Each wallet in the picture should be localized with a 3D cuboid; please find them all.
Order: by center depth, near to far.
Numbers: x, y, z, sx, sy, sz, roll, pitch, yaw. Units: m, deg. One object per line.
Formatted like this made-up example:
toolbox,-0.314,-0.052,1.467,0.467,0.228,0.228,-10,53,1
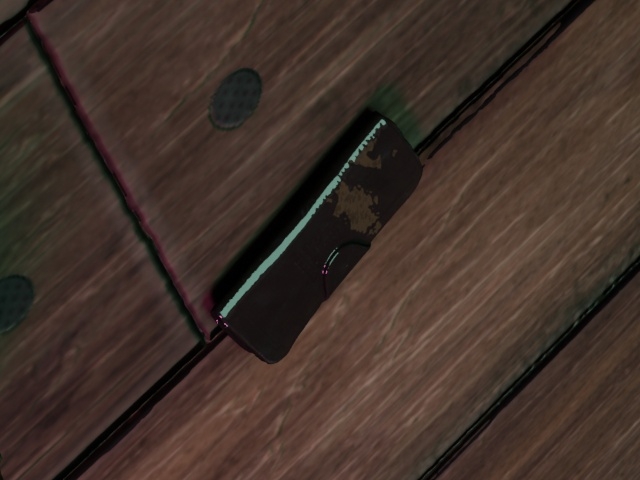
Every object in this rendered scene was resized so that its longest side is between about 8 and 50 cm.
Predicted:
wallet,0.000,0.000,1.128,0.156,0.018,0.082,-50,144,-8

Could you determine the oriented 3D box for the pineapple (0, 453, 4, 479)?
pineapple,-0.189,0.174,0.905,0.166,0.193,0.166,-24,131,-31
